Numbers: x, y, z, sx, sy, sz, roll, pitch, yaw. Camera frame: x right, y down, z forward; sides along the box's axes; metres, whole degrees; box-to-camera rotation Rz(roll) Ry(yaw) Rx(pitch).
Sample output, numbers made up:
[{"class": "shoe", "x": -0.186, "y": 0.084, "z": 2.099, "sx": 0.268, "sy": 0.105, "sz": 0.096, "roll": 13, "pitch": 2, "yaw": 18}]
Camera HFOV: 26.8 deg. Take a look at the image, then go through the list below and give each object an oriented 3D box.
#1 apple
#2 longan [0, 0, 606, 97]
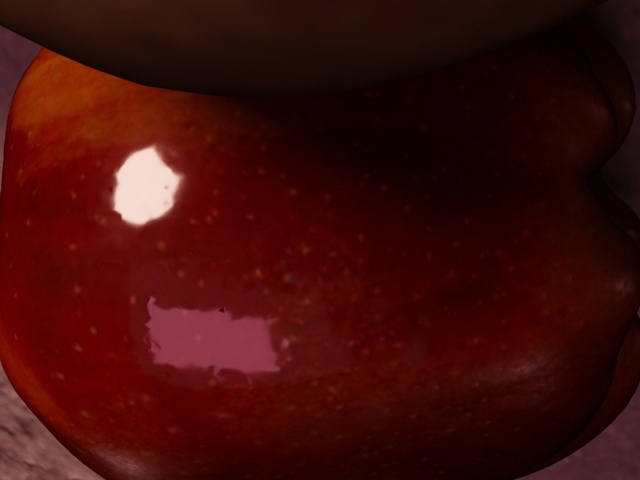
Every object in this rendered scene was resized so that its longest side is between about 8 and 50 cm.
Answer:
[{"class": "apple", "x": 0.000, "y": 0.000, "z": 0.664, "sx": 0.317, "sy": 0.288, "sz": 0.288, "roll": -2, "pitch": 123, "yaw": 11}, {"class": "longan", "x": -0.001, "y": -0.213, "z": 0.430, "sx": 0.361, "sy": 0.361, "sz": 0.361, "roll": 12, "pitch": 127, "yaw": 17}]
